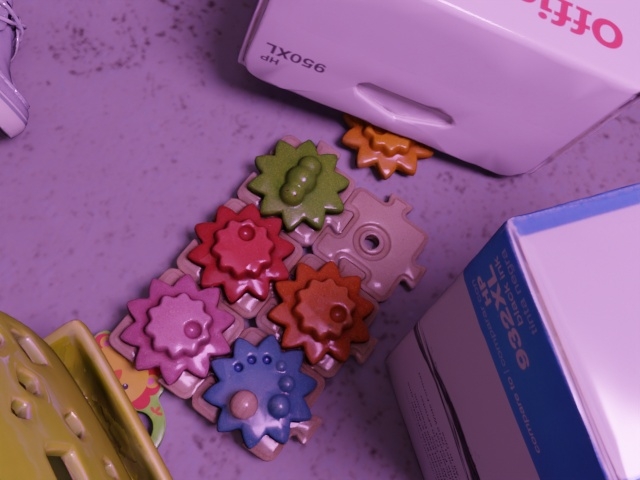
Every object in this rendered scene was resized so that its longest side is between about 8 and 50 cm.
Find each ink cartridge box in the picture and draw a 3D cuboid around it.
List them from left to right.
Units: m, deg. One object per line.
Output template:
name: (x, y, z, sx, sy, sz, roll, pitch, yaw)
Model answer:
ink cartridge box: (0.126, -0.294, 0.629, 0.286, 0.166, 0.394, 18, 68, -11)
ink cartridge box: (0.187, 0.071, 0.465, 0.223, 0.307, 0.129, -16, 72, -11)

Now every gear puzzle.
gear puzzle: (0.000, 0.000, 0.598, 0.175, 0.044, 0.339, 37, 68, 3)

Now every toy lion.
toy lion: (-0.155, 0.121, 0.555, 0.096, 0.034, 0.100, -40, 80, -25)

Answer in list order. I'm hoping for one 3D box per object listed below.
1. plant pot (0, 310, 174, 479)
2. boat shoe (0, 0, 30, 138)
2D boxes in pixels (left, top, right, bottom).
plant pot: (-0.206, 0.175, 0.413, 0.228, 0.207, 0.227, -36, 77, 10)
boat shoe: (-0.299, -0.188, 0.615, 0.081, 0.079, 0.227, -36, 76, -12)
